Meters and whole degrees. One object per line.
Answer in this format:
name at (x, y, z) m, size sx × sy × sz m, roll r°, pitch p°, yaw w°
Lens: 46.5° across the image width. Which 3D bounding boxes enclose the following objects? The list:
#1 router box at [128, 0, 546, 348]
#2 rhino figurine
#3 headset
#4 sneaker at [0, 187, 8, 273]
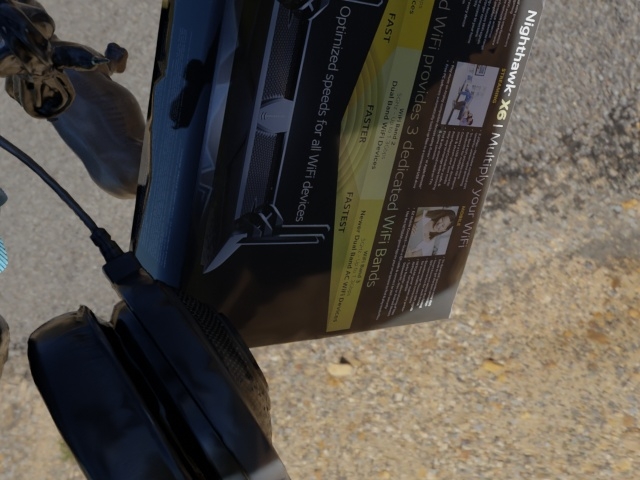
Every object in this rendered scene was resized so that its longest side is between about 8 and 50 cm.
router box at (0.016, -0.087, 0.486) m, size 0.081 × 0.242 × 0.309 m, roll 35°, pitch 118°, yaw 47°
rhino figurine at (-0.212, -0.137, 0.643) m, size 0.073 × 0.243 × 0.106 m, roll -29°, pitch 21°, yaw 25°
headset at (-0.144, 0.081, 0.373) m, size 0.185 × 0.243 × 0.394 m, roll 169°, pitch 98°, yaw -73°
sneaker at (-0.365, -0.006, 0.730) m, size 0.092 × 0.087 × 0.229 m, roll -51°, pitch 35°, yaw 14°
